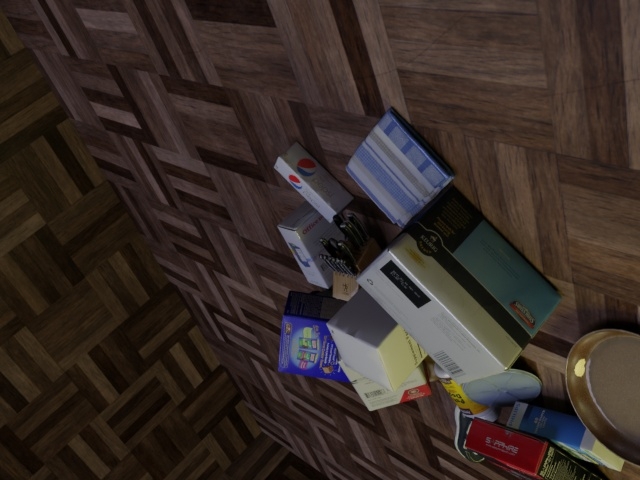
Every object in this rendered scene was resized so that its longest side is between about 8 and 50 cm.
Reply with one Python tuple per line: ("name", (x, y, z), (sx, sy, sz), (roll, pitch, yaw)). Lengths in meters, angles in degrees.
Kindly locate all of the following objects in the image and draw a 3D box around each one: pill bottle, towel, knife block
("pill bottle", (0.412, 0.404, 1.960), (0.215, 0.117, 0.117), (55, 154, -17))
("towel", (0.173, -0.157, 1.613), (0.209, 0.034, 0.285), (47, 153, 4))
("knife block", (0.109, 0.034, 1.870), (0.088, 0.275, 0.242), (13, 106, 39))

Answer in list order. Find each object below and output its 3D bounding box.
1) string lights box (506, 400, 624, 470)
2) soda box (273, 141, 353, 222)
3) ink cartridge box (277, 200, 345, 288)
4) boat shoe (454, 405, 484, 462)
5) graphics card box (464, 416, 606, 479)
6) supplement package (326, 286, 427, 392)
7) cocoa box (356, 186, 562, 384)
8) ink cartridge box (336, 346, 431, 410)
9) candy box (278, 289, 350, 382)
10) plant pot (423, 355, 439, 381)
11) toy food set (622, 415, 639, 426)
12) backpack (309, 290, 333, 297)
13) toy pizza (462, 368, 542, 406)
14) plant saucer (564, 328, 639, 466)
("string lights box", (0.613, 0.484, 1.775), (0.133, 0.077, 0.259), (35, 162, -28))
("soda box", (-0.019, -0.153, 1.865), (0.216, 0.074, 0.069), (44, 155, 5))
("ink cartridge box", (0.000, 0.000, 1.964), (0.093, 0.154, 0.212), (16, 142, 49))
("boat shoe", (0.468, 0.592, 2.137), (0.091, 0.114, 0.303), (51, 167, 49))
("graphics card box", (0.579, 0.595, 1.868), (0.371, 0.094, 0.232), (35, 163, -34))
("supplement package", (0.191, 0.200, 1.799), (0.177, 0.293, 0.175), (22, 145, 43))
("cocoa box", (0.298, 0.105, 1.570), (0.347, 0.228, 0.231), (45, 155, 3))
("ink cartridge box", (0.180, 0.348, 2.021), (0.114, 0.196, 0.273), (-96, -17, -46))
("candy box", (0.042, 0.301, 2.158), (0.317, 0.122, 0.268), (10, 132, 2))
("plant pot", (0.275, 0.357, 2.206), (0.236, 0.032, 0.236), (35, 153, 21))
("toy food set", (0.731, 0.424, 1.545), (0.218, 0.071, 0.128), (34, 157, 42))
("backpack", (0.044, 0.236, 2.290), (0.182, 0.115, 0.152), (21, 157, 40))
("toy pizza", (0.469, 0.374, 1.839), (0.201, 0.032, 0.201), (4, 141, 3))
("plant saucer", (0.649, 0.319, 1.459), (0.310, 0.050, 0.311), (32, 132, 44))
